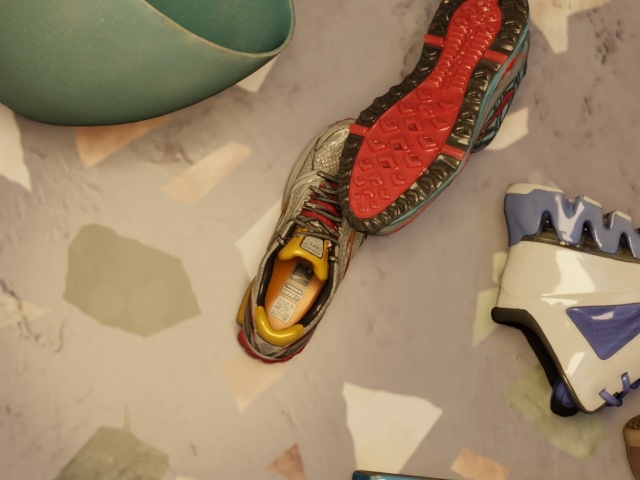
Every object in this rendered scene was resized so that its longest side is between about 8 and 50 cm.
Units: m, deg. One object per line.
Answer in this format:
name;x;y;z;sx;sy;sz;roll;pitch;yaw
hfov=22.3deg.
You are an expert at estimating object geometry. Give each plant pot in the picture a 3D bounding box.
plant pot;-0.192;-0.207;1.328;0.195;0.290;0.290;-39;90;26

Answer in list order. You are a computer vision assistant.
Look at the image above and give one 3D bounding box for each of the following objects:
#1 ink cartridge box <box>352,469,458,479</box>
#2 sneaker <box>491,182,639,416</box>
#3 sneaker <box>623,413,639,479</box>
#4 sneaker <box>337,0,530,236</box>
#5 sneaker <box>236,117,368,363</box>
ink cartridge box;0.126;0.358;1.360;0.223;0.129;0.307;7;83;-7
sneaker;0.285;0.084;1.424;0.316;0.127;0.182;19;85;2
sneaker;0.364;0.173;1.455;0.188;0.066;0.071;-14;103;-4
sneaker;0.114;-0.096;1.405;0.104;0.125;0.262;25;69;28
sneaker;0.000;0.000;1.400;0.088;0.093;0.225;21;80;-4
